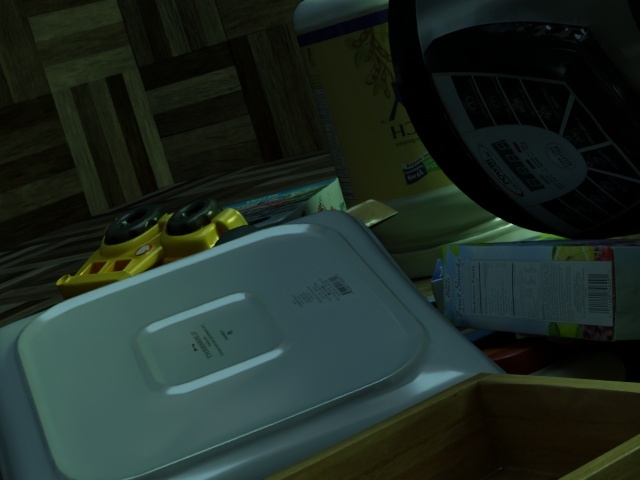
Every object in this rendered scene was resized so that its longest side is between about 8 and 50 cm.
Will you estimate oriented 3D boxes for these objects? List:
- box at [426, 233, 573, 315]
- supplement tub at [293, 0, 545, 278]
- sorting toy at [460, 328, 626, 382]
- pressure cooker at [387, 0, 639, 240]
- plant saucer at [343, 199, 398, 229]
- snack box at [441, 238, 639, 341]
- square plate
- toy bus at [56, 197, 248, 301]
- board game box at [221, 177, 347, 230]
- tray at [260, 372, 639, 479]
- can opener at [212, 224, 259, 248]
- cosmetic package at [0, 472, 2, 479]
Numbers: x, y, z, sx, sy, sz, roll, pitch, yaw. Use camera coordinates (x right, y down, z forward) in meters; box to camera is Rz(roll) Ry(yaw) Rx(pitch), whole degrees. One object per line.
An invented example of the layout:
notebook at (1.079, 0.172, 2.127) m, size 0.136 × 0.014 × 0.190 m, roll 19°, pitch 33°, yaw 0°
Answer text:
box at (0.180, 0.030, 1.374) m, size 0.178 × 0.042 × 0.109 m, roll -14°, pitch 8°, yaw 11°
supplement tub at (0.123, -0.143, 1.629) m, size 0.241 × 0.331 × 0.241 m, roll -17°, pitch 8°, yaw 2°
sorting toy at (0.041, 0.121, 1.041) m, size 0.307 × 0.041 × 0.229 m, roll -18°, pitch 8°, yaw -12°
pressure cooker at (0.267, -0.184, 1.168) m, size 0.376 × 0.369 × 0.420 m, roll 5°, pitch -10°, yaw -30°
plant saucer at (0.000, 0.000, 1.458) m, size 0.168 × 0.029 × 0.168 m, roll -29°, pitch -1°, yaw 0°
snack box at (0.214, 0.033, 1.036) m, size 0.175 × 0.070 × 0.207 m, roll 0°, pitch -1°, yaw -28°
square plate at (-0.075, 0.087, 1.025) m, size 0.344 × 0.049 × 0.347 m, roll -21°, pitch 29°, yaw -11°
toy bus at (-0.191, 0.065, 1.590) m, size 0.220 × 0.149 × 0.211 m, roll -6°, pitch 26°, yaw 41°
board game box at (-0.100, 0.011, 1.875) m, size 0.224 × 0.097 × 0.303 m, roll -14°, pitch 8°, yaw 16°
tray at (-0.003, 0.174, 0.676) m, size 0.411 × 0.076 × 0.203 m, roll -21°, pitch 9°, yaw -31°
can opener at (-0.114, 0.083, 1.219) m, size 0.076 × 0.095 × 0.283 m, roll -11°, pitch 23°, yaw 30°
cosmetic package at (-0.293, 0.149, 1.276) m, size 0.309 × 0.113 × 0.160 m, roll -11°, pitch 10°, yaw 30°
